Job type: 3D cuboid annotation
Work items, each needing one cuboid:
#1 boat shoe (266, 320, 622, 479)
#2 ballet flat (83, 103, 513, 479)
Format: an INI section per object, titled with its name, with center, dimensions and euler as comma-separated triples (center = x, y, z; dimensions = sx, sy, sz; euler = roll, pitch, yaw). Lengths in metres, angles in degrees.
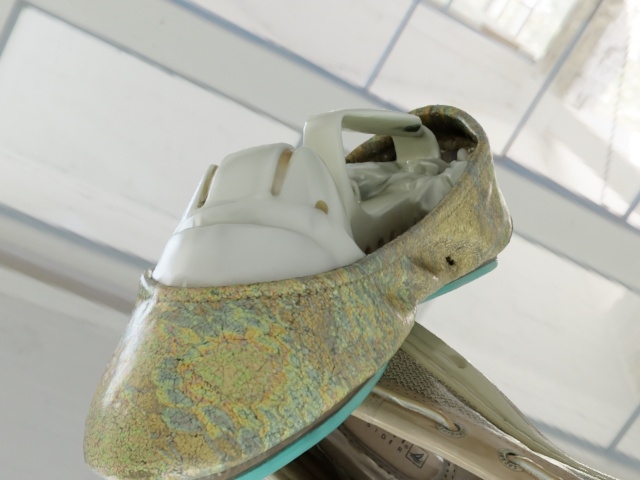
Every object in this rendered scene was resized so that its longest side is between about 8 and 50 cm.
[boat shoe]
center = 0.099, 0.159, 0.503
dimensions = 0.341, 0.121, 0.110
euler = 33, -155, 24
[ballet flat]
center = 0.000, 0.000, 0.525
dimensions = 0.123, 0.123, 0.348
euler = 35, -152, 15
